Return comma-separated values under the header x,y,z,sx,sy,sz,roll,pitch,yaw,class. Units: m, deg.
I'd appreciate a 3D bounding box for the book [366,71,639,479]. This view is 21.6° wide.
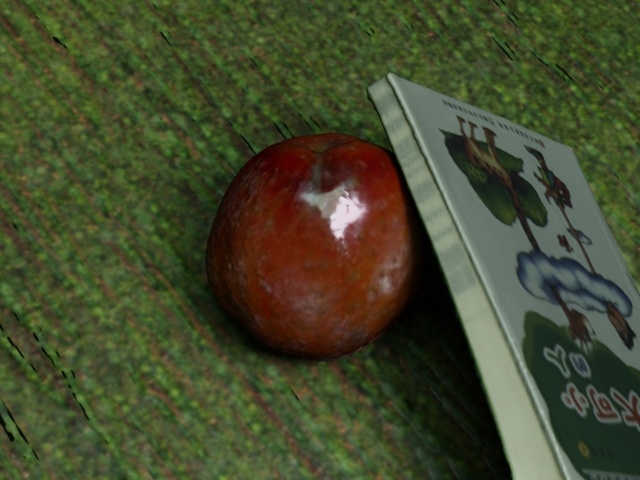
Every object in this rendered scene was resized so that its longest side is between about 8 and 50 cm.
x,y,z,sx,sy,sz,roll,pitch,yaw,class
0.178,0.057,1.214,0.260,0.043,0.371,15,47,-49,book

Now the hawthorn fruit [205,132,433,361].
x,y,z,sx,sy,sz,roll,pitch,yaw,class
0.000,0.000,1.236,0.173,0.173,0.173,3,59,-5,hawthorn fruit
